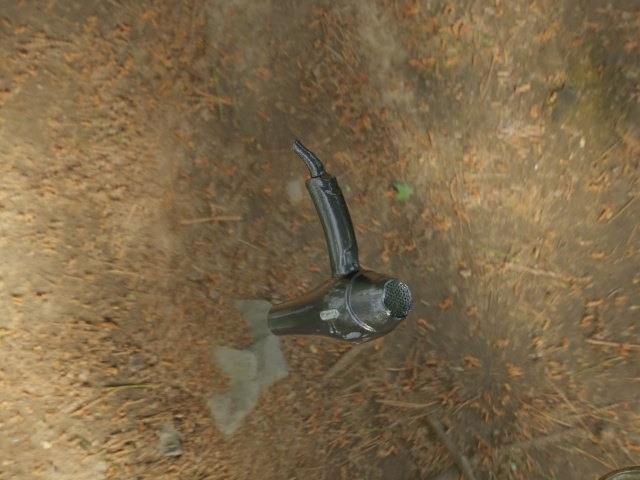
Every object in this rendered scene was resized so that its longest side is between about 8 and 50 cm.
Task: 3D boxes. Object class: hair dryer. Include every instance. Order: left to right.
[{"bbox_3d":[0.000,0.000,1.194,0.235,0.091,0.272,-14,86,48],"label":"hair dryer"}]

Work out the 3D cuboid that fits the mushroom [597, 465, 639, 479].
[{"bbox_3d":[0.318,0.307,0.877,0.154,0.407,0.138,3,87,6],"label":"mushroom"}]
